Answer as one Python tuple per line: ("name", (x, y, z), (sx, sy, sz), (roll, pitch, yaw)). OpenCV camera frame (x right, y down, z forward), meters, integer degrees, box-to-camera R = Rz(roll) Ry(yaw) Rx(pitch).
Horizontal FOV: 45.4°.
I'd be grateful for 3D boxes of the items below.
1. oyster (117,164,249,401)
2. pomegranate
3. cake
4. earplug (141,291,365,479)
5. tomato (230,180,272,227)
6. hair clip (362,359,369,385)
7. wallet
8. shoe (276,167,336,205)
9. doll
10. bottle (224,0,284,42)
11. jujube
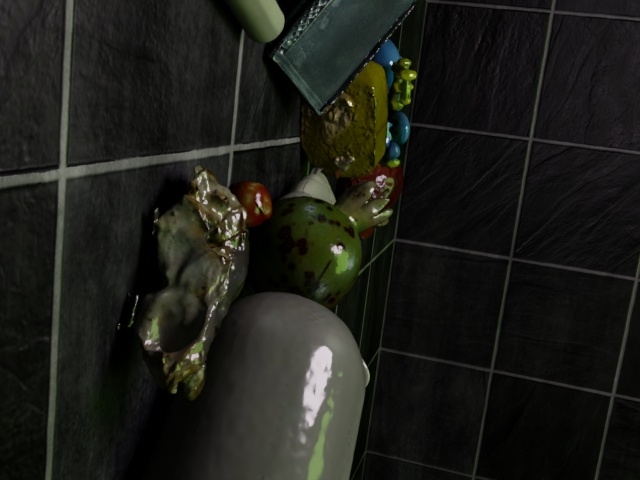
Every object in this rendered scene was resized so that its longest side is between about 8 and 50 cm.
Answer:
("oyster", (-0.183, 0.053, 1.084), (0.198, 0.133, 0.337), (68, 29, -52))
("pomegranate", (0.003, 0.006, 1.436), (0.242, 0.305, 0.242), (58, 5, -8))
("cake", (0.053, -0.275, 1.701), (0.156, 0.179, 0.261), (-59, 151, -58))
("earplug", (-0.087, 0.287, 1.249), (0.313, 0.312, 0.394), (79, 23, -55))
("tomato", (-0.123, -0.064, 1.351), (0.087, 0.075, 0.087), (7, 90, -73))
("hair clip", (-0.025, 0.235, 1.534), (0.113, 0.282, 0.173), (6, 94, -32))
("wallet", (0.049, -0.432, 1.495), (0.342, 0.075, 0.237), (-51, 146, 0))
("shoe", (-0.014, 0.003, 1.710), (0.211, 0.132, 0.342), (-60, 152, -48))
("doll", (0.146, -0.351, 1.833), (0.346, 0.098, 0.342), (-134, -143, -56))
("bottle", (-0.114, -0.381, 1.179), (0.201, 0.072, 0.072), (43, 58, -73))
("jujube", (0.130, -0.124, 2.132), (0.190, 0.189, 0.256), (54, 54, -71))
